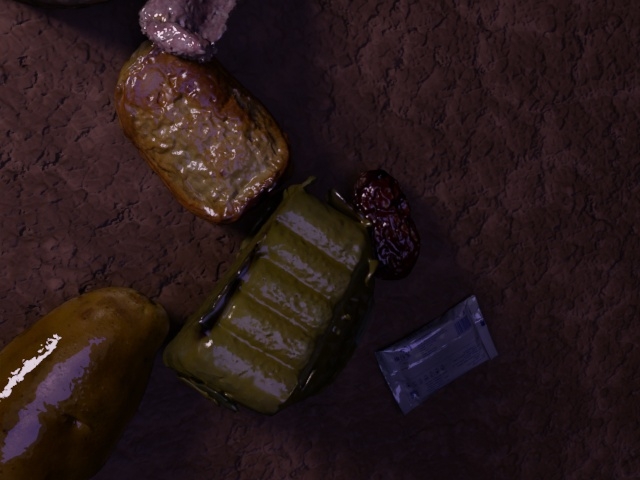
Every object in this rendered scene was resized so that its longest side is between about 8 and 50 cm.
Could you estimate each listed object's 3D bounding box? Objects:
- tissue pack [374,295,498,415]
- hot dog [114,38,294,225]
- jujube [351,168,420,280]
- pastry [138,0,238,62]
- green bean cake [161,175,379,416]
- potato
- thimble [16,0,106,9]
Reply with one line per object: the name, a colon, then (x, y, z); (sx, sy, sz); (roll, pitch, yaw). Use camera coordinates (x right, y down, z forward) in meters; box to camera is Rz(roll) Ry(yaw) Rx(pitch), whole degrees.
tissue pack: (0.191, 0.186, 1.433); (0.193, 0.026, 0.122); (-29, 110, -11)
hot dog: (-0.158, -0.148, 1.183); (0.175, 0.114, 0.259); (-40, 94, -1)
jujube: (0.097, -0.024, 1.313); (0.104, 0.104, 0.165); (-7, 95, -18)
pastry: (-0.155, -0.313, 1.107); (0.103, 0.112, 0.265); (28, 56, -19)
green bean cake: (-0.053, 0.092, 1.199); (0.202, 0.285, 0.310); (35, 78, -9)
potato: (-0.349, 0.216, 1.183); (0.195, 0.176, 0.369); (38, 84, 3)
thimble: (-0.313, -0.377, 1.055); (0.229, 0.148, 0.196); (-6, 103, -20)
